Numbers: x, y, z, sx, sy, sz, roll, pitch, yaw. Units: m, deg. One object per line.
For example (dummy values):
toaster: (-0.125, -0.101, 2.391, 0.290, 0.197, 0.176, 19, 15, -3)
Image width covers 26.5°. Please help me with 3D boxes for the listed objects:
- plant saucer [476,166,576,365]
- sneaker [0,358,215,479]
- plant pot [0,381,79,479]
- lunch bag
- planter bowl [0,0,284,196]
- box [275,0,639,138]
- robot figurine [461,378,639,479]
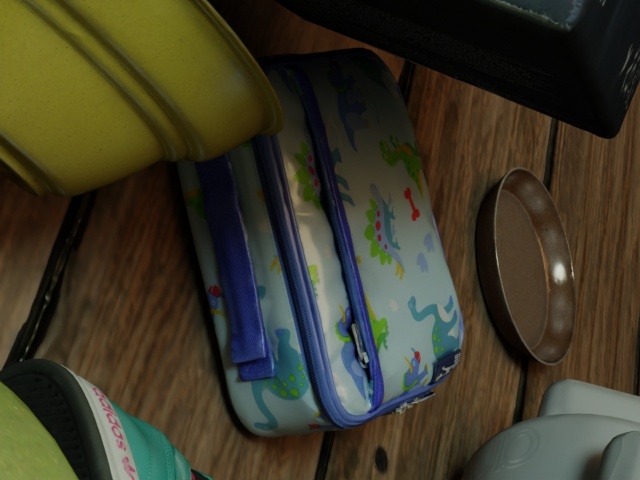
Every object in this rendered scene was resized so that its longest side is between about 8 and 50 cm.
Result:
plant saucer: (0.171, 0.023, 1.139, 0.168, 0.029, 0.169, 27, 58, -54)
sneaker: (-0.055, 0.202, 0.553, 0.178, 0.123, 0.296, 39, 24, -48)
plant pot: (-0.184, 0.109, 0.309, 0.254, 0.276, 0.276, 10, 71, -71)
lunch bag: (0.000, 0.000, 0.799, 0.176, 0.090, 0.219, -12, 89, -57)
planter bowl: (-0.126, -0.082, 0.562, 0.090, 0.217, 0.217, -52, 134, -9)
box: (0.086, -0.232, 0.617, 0.294, 0.212, 0.395, -68, 166, 5)
robot figurine: (0.169, 0.256, 0.883, 0.353, 0.199, 0.300, -67, 164, -46)
